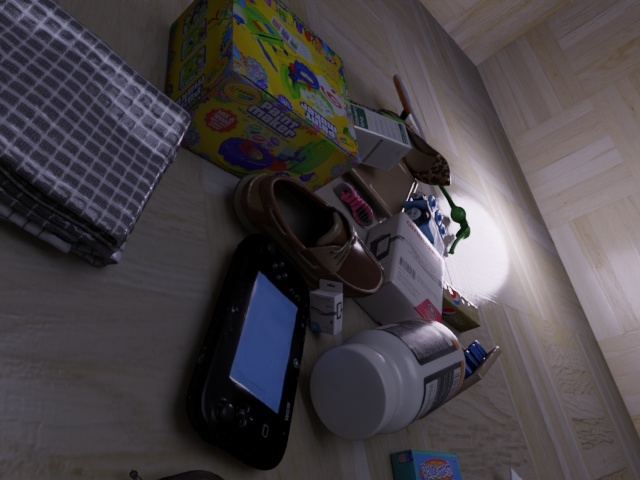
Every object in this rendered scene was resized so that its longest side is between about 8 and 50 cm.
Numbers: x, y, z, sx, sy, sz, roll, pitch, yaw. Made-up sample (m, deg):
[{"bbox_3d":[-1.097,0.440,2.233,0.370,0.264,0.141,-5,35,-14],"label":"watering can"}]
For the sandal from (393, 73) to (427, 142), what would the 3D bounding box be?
[{"bbox_3d":[0.266,-0.394,1.588,0.102,0.076,0.265,-94,159,-72],"label":"sandal"}]

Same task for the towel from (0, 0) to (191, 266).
[{"bbox_3d":[-0.297,-0.132,0.548,0.284,0.121,0.234,40,38,-30],"label":"towel"}]

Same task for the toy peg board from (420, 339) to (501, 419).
[{"bbox_3d":[0.260,0.259,0.999,0.079,0.160,0.161,52,29,15],"label":"toy peg board"}]

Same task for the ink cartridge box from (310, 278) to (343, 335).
[{"bbox_3d":[0.010,0.110,0.822,0.028,0.048,0.083,-14,108,-57],"label":"ink cartridge box"}]

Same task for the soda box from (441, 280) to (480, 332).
[{"bbox_3d":[0.332,0.166,1.253,0.181,0.058,0.061,36,39,-33],"label":"soda box"}]

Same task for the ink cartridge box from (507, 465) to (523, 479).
[{"bbox_3d":[0.447,0.631,1.057,0.208,0.045,0.206,48,34,-22],"label":"ink cartridge box"}]

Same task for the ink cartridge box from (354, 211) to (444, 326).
[{"bbox_3d":[0.177,0.079,1.064,0.172,0.100,0.237,47,35,-21],"label":"ink cartridge box"}]

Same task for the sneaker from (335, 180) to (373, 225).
[{"bbox_3d":[0.083,-0.088,1.126,0.119,0.047,0.057,55,21,-12],"label":"sneaker"}]

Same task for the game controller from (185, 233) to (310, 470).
[{"bbox_3d":[-0.083,0.139,0.686,0.166,0.067,0.319,42,37,-28],"label":"game controller"}]

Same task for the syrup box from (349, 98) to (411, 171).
[{"bbox_3d":[0.083,-0.249,1.140,0.237,0.096,0.093,14,51,-29],"label":"syrup box"}]

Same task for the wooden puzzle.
[{"bbox_3d":[0.155,-0.165,1.268,0.221,0.044,0.238,48,40,-20],"label":"wooden puzzle"}]

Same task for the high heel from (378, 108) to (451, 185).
[{"bbox_3d":[0.243,-0.249,1.330,0.186,0.093,0.261,37,15,-41],"label":"high heel"}]

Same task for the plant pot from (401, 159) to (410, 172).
[{"bbox_3d":[0.212,-0.244,1.436,0.236,0.032,0.236,34,40,-35],"label":"plant pot"}]

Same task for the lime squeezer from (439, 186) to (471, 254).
[{"bbox_3d":[0.427,-0.066,1.594,0.110,0.058,0.310,11,52,-14],"label":"lime squeezer"}]

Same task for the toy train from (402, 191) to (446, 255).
[{"bbox_3d":[0.260,-0.034,1.243,0.184,0.080,0.105,60,42,-38],"label":"toy train"}]

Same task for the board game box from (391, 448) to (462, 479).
[{"bbox_3d":[0.198,0.469,0.835,0.160,0.047,0.210,27,45,-41],"label":"board game box"}]

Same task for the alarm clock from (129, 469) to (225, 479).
[{"bbox_3d":[-0.119,0.311,0.507,0.192,0.064,0.129,38,38,-37],"label":"alarm clock"}]

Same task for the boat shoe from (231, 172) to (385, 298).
[{"bbox_3d":[0.000,0.002,0.834,0.324,0.116,0.123,35,66,-29],"label":"boat shoe"}]

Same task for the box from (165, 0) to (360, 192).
[{"bbox_3d":[-0.099,-0.264,0.878,0.290,0.177,0.279,28,44,-42],"label":"box"}]

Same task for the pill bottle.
[{"bbox_3d":[0.116,0.219,0.811,0.279,0.162,0.162,3,63,-54],"label":"pill bottle"}]
